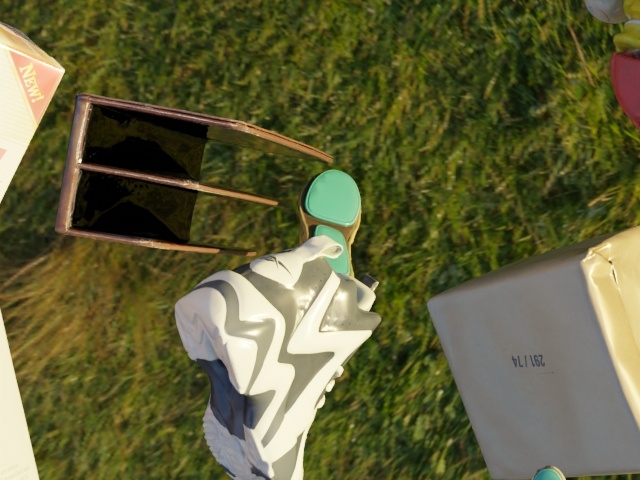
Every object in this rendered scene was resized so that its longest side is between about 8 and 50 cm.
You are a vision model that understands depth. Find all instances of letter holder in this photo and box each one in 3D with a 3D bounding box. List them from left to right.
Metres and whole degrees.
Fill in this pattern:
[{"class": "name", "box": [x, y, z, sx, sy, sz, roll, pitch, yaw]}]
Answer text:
[{"class": "letter holder", "box": [-0.125, -0.058, 1.242, 0.214, 0.302, 0.152, 10, 91, 18]}]

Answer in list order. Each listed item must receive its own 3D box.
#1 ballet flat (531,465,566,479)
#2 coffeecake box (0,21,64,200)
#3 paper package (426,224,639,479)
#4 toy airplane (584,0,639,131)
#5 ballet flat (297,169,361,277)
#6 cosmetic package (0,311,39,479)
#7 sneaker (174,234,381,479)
[{"class": "ballet flat", "box": [0.200, 0.252, 0.934, 0.041, 0.041, 0.114, -6, 82, 19]}, {"class": "coffeecake box", "box": [-0.234, -0.057, 0.481, 0.068, 0.185, 0.142, 39, 105, 47]}, {"class": "paper package", "box": [0.350, 0.169, 1.526, 0.324, 0.168, 0.310, -21, 89, 53]}, {"class": "toy airplane", "box": [0.474, -0.357, 1.409, 0.272, 0.384, 0.386, 7, 116, 45]}, {"class": "ballet flat", "box": [0.000, 0.000, 1.258, 0.080, 0.232, 0.073, 21, 123, -8]}, {"class": "cosmetic package", "box": [-0.415, 0.229, 1.076, 0.217, 0.156, 0.385, -14, 92, 19]}, {"class": "sneaker", "box": [-0.012, 0.094, 0.799, 0.094, 0.153, 0.235, 29, 143, 44]}]
